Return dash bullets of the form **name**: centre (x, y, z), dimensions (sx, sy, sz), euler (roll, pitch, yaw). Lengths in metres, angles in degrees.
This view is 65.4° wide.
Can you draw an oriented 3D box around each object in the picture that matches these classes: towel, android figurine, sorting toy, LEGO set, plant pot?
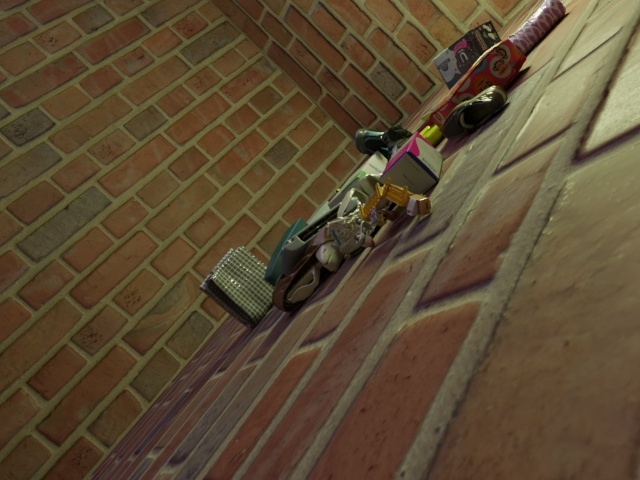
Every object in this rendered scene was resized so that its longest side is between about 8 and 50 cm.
- **towel**: centre (-0.309, 0.181, 2.026), dimensions (0.235, 0.284, 0.121), euler (-52, 8, -32)
- **android figurine**: centre (0.393, -0.372, 1.809), dimensions (0.273, 0.056, 0.248), euler (-45, 6, 5)
- **sorting toy**: centre (0.487, -0.515, 1.817), dimensions (0.208, 0.038, 0.193), euler (-32, 7, -17)
- **LEGO set**: centre (0.193, -0.075, 1.206), dimensions (0.287, 0.107, 0.132), euler (-30, 52, 57)
- **plant pot**: centre (-0.095, 0.075, 1.860), dimensions (0.234, 0.166, 0.165), euler (-58, 9, -22)

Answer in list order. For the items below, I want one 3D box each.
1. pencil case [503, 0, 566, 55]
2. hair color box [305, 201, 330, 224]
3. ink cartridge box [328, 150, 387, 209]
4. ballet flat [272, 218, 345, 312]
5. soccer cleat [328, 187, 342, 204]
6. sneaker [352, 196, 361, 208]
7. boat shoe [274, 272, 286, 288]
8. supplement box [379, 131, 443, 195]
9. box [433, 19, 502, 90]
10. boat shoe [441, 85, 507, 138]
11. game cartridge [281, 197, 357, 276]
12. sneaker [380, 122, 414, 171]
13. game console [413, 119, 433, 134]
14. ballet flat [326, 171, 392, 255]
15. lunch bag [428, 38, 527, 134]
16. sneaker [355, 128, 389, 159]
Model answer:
- **pencil case**: centre (0.691, -0.690, 1.616), dimensions (0.206, 0.088, 0.086), euler (-46, 8, 7)
- **hair color box**: centre (-0.049, -0.011, 2.291), dimensions (0.185, 0.113, 0.374), euler (-43, 6, 39)
- **ink cartridge box**: centre (0.175, -0.227, 2.084), dimensions (0.201, 0.117, 0.278), euler (-42, 7, 39)
- **ballet flat**: centre (-0.017, 0.086, 1.488), dimensions (0.342, 0.116, 0.124), euler (-47, 26, 7)
- **soccer cleat**: centre (0.132, -0.214, 2.296), dimensions (0.093, 0.121, 0.289), euler (-41, 8, 48)
- **sneaker**: centre (0.154, -0.121, 1.764), dimensions (0.091, 0.094, 0.258), euler (-29, 10, -2)
- **boat shoe**: centre (-0.070, 0.088, 1.732), dimensions (0.254, 0.095, 0.079), euler (-50, -34, -12)
- **supplement box**: centre (0.252, -0.199, 1.359), dimensions (0.114, 0.111, 0.220), euler (-45, 5, 31)
- **box**: centre (0.607, -0.752, 2.045), dimensions (0.142, 0.163, 0.247), euler (-33, 6, -21)
- **boat shoe**: centre (0.402, -0.336, 1.355), dimensions (0.073, 0.080, 0.223), euler (-45, 8, -33)
- **game cartridge**: centre (0.000, 0.000, 1.625), dimensions (0.297, 0.062, 0.198), euler (-37, -29, -24)
- **sneaker**: centre (0.279, -0.345, 1.944), dimensions (0.268, 0.153, 0.101), euler (-50, 6, -26)
- **game console**: centre (0.473, -0.512, 2.149), dimensions (0.386, 0.060, 0.342), euler (-44, 7, 21)
- **ballet flat**: centre (0.151, -0.123, 1.490), dimensions (0.147, 0.147, 0.409), euler (-40, 8, 50)
- **lunch bag**: centre (0.465, -0.460, 1.532), dimensions (0.293, 0.120, 0.258), euler (-47, 5, 3)
- **sneaker**: centre (0.282, -0.402, 2.224), dimensions (0.341, 0.140, 0.125), euler (13, -97, -59)
